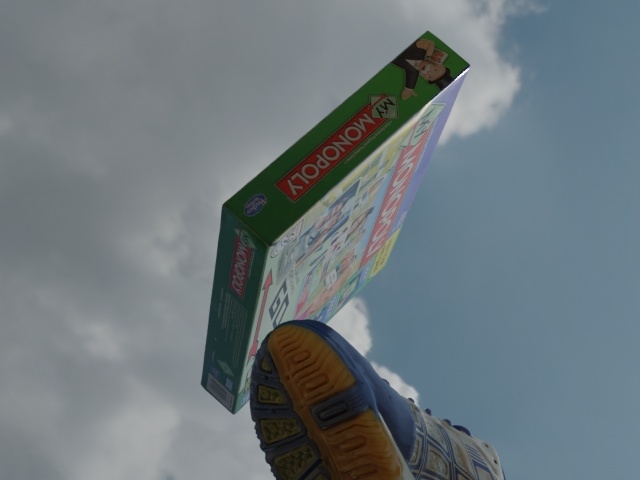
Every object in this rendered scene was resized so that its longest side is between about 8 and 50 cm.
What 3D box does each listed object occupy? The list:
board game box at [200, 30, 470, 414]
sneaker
[{"bbox_3d":[0.000,0.000,0.895,0.046,0.317,0.213,41,-116,14],"label":"board game box"},{"bbox_3d":[0.062,0.171,0.834,0.112,0.131,0.296,-25,-78,42],"label":"sneaker"}]
